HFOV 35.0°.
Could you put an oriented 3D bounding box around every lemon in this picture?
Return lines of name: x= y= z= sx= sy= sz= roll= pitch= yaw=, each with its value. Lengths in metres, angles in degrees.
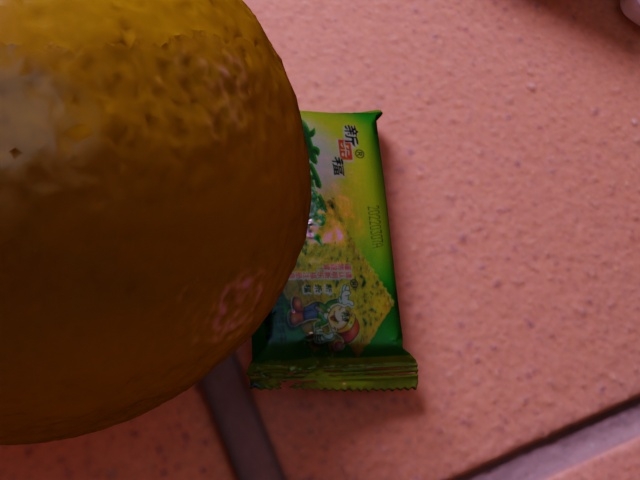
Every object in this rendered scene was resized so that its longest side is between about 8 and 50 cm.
lemon: x=-0.113 y=-0.035 z=0.459 sx=0.219 sy=0.240 sz=0.240 roll=-9 pitch=72 yaw=-41

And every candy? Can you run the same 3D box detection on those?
candy: x=0.000 y=0.000 z=0.586 sx=0.102 sy=0.032 sz=0.178 roll=0 pitch=70 yaw=-17

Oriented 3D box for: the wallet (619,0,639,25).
wallet: x=0.288 y=-0.219 z=0.757 sx=0.095 sy=0.033 sz=0.190 roll=29 pitch=65 yaw=-7
